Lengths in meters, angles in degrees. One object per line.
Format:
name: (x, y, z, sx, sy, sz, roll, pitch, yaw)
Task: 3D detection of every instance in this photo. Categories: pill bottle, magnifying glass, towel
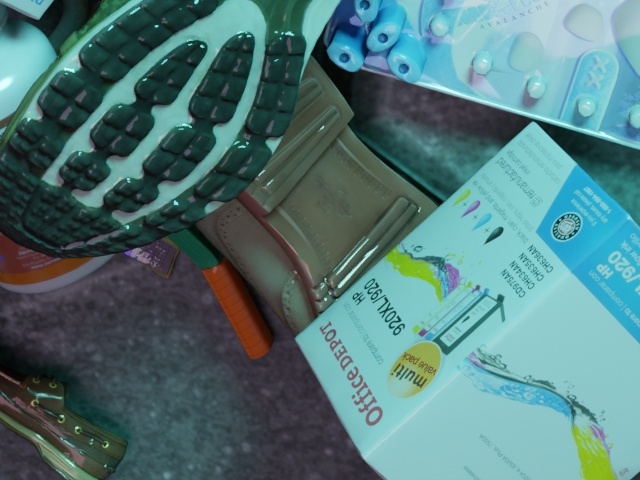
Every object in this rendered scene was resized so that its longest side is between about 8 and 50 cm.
pill bottle: (-0.225, -0.077, 1.226, 0.121, 0.121, 0.216, -11, 126, 20)
magnifying glass: (-0.096, -0.004, 1.358, 0.026, 0.092, 0.231, -17, 118, 23)
towel: (-0.148, -0.011, 1.405, 0.083, 0.009, 0.060, 31, 119, 1)

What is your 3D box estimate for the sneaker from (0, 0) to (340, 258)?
sneaker: (-0.080, -0.168, 1.146, 0.158, 0.182, 0.410, 36, 94, -31)

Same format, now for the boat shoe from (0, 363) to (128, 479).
boat shoe: (-0.240, 0.139, 1.475, 0.178, 0.064, 0.060, 42, 87, -6)

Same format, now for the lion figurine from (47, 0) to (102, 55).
lion figurine: (-0.308, -0.062, 1.359, 0.392, 0.142, 0.240, -7, 118, 14)

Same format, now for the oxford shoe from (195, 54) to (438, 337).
oxford shoe: (0.000, 0.000, 1.323, 0.146, 0.140, 0.397, 6, 132, 57)

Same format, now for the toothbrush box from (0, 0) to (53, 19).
toothbrush box: (-0.184, -0.323, 1.118, 0.283, 0.122, 0.206, -49, 61, 11)

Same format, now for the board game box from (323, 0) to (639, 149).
board game box: (0.229, -0.240, 1.150, 0.390, 0.050, 0.389, 16, 116, 2)

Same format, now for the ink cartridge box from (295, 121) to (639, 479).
ink cartridge box: (0.135, 0.076, 1.190, 0.233, 0.171, 0.168, -43, 120, 6)
